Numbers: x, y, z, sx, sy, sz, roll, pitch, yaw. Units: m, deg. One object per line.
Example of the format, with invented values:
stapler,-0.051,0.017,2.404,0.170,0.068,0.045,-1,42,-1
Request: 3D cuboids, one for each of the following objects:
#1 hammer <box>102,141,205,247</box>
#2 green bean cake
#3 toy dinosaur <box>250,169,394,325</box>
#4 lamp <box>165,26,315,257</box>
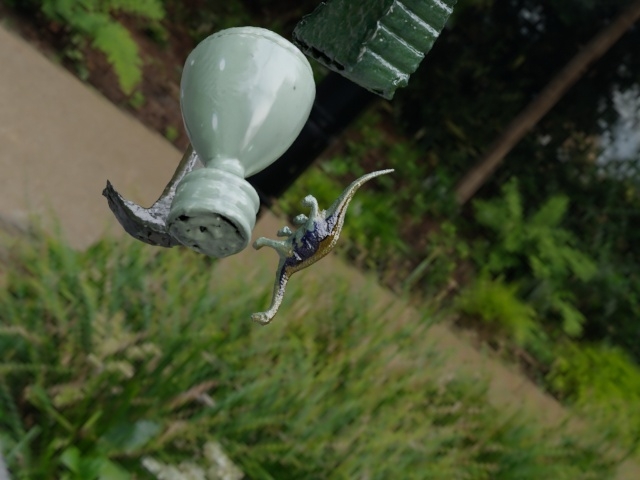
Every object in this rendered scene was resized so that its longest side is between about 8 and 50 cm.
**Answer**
hammer,-0.106,-0.091,1.301,0.125,0.027,0.297,18,41,4
green bean cake,0.079,-0.303,1.836,0.107,0.208,0.193,29,7,-31
toy dinosaur,-0.012,-0.008,1.220,0.058,0.180,0.037,39,0,8
lamp,-0.064,-0.078,1.061,0.106,0.106,0.193,35,50,-33
